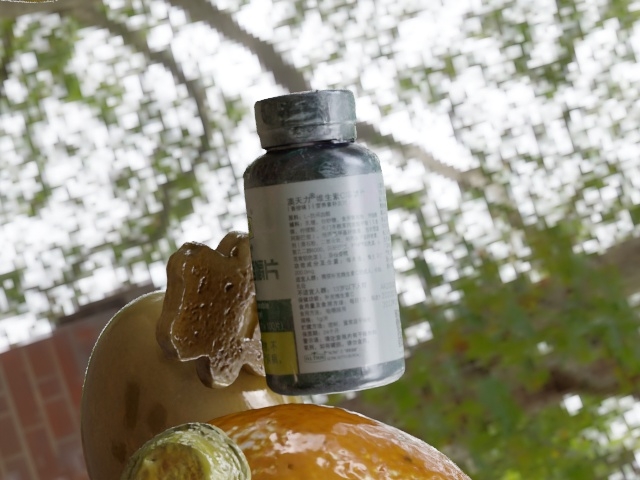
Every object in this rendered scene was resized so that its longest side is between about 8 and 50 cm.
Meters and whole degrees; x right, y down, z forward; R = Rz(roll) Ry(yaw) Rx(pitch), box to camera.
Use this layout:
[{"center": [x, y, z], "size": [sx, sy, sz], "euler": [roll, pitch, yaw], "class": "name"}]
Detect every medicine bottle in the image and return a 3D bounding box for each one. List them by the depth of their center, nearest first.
[{"center": [0.000, 0.000, 1.748], "size": [0.141, 0.141, 0.293], "euler": [177, -93, -65], "class": "medicine bottle"}]

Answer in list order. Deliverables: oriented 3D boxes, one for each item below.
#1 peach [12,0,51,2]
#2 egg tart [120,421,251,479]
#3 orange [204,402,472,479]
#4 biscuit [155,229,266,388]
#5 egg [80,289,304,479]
[{"center": [-0.273, -0.343, 1.690], "size": [0.153, 0.251, 0.251], "euler": [97, -30, -73], "class": "peach"}, {"center": [-0.103, 0.181, 1.309], "size": [0.105, 0.105, 0.039], "euler": [62, 7, 23], "class": "egg tart"}, {"center": [-0.015, 0.359, 1.606], "size": [0.424, 0.326, 0.424], "euler": [7, -67, 17], "class": "orange"}, {"center": [-0.080, 0.074, 1.841], "size": [0.036, 0.225, 0.166], "euler": [8, -91, 44], "class": "biscuit"}, {"center": [-0.141, 0.209, 1.953], "size": [0.322, 0.250, 0.250], "euler": [68, -25, 14], "class": "egg"}]
